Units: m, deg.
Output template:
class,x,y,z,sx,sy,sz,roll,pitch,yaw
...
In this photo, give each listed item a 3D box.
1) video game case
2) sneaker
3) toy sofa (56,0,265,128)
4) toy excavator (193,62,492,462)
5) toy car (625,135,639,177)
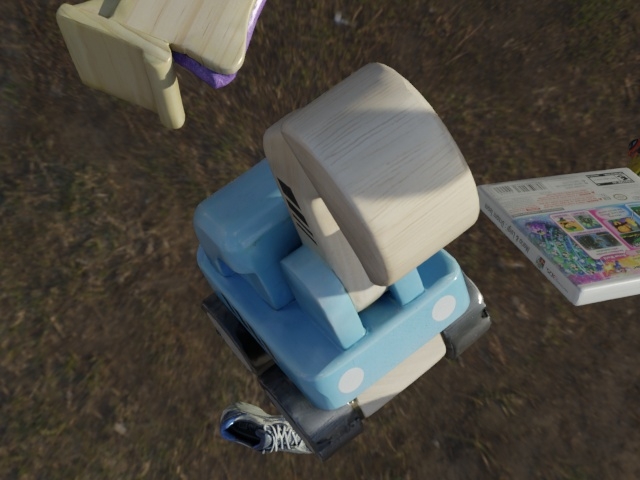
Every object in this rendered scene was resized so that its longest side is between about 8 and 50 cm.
class,x,y,z,sx,sy,sz,roll,pitch,yaw
video game case,0.221,-0.008,0.766,0.157,0.143,0.019,-8,128,-24
sneaker,-0.054,0.225,1.126,0.135,0.058,0.052,6,101,8
toy sofa,-0.103,-0.301,1.002,0.177,0.150,0.362,22,73,2
toy excavator,0.000,0.000,0.856,0.222,0.433,0.445,-37,132,-11
toy car,0.390,-0.063,1.270,0.053,0.239,0.225,38,126,4
